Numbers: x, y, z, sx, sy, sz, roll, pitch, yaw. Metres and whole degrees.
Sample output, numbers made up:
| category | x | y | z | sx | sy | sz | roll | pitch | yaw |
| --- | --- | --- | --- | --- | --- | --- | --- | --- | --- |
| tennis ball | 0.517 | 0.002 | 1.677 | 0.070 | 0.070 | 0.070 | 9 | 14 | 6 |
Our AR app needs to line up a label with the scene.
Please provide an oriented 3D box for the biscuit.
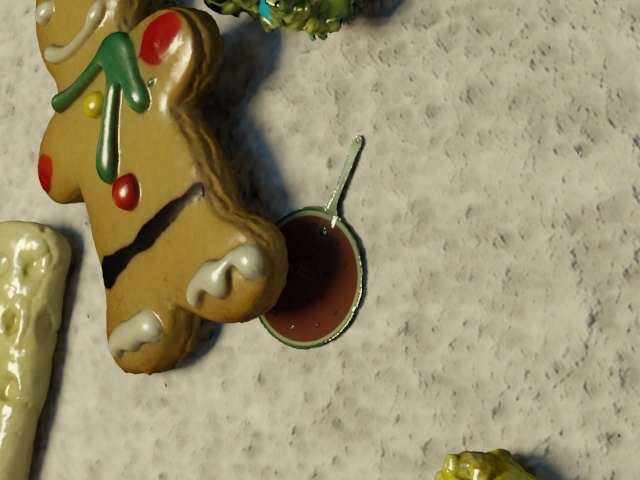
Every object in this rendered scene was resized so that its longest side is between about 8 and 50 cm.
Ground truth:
| category | x | y | z | sx | sy | sz | roll | pitch | yaw |
| --- | --- | --- | --- | --- | --- | --- | --- | --- | --- |
| biscuit | -0.124 | -0.067 | 0.890 | 0.197 | 0.049 | 0.301 | -35 | 65 | 40 |

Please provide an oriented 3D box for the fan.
| category | x | y | z | sx | sy | sz | roll | pitch | yaw |
| --- | --- | --- | --- | --- | --- | --- | --- | --- | --- |
| fan | 0.000 | 0.000 | 0.839 | 0.085 | 0.005 | 0.133 | 27 | 100 | 36 |

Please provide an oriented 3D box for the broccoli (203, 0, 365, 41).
| category | x | y | z | sx | sy | sz | roll | pitch | yaw |
| --- | --- | --- | --- | --- | --- | --- | --- | --- | --- |
| broccoli | -0.030 | -0.188 | 0.793 | 0.167 | 0.160 | 0.154 | 27 | 118 | 54 |

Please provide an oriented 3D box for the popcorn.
| category | x | y | z | sx | sy | sz | roll | pitch | yaw |
| --- | --- | --- | --- | --- | --- | --- | --- | --- | --- |
| popcorn | 0.083 | 0.146 | 0.729 | 0.059 | 0.068 | 0.083 | 36 | 145 | 57 |

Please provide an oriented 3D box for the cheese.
| category | x | y | z | sx | sy | sz | roll | pitch | yaw |
| --- | --- | --- | --- | --- | --- | --- | --- | --- | --- |
| cheese | -0.211 | 0.083 | 0.957 | 0.065 | 0.043 | 0.194 | 12 | 90 | 38 |
